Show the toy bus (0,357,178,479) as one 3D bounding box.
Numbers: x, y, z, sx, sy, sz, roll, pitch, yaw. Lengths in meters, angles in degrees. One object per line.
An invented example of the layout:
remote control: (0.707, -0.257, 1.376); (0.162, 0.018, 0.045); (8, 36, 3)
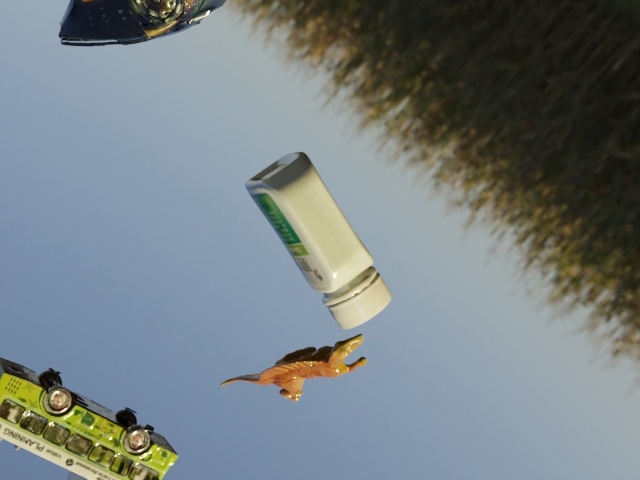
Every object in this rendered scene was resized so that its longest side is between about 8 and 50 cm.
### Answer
toy bus: (-0.371, 0.290, 1.883); (0.301, 0.139, 0.113); (32, 177, -23)

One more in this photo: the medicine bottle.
medicine bottle: (0.000, 0.000, 1.314); (0.183, 0.069, 0.119); (56, 167, -12)

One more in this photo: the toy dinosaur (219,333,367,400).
toy dinosaur: (-0.036, 0.168, 1.604); (0.142, 0.212, 0.057); (47, -156, -77)

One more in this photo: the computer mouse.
computer mouse: (-0.143, -0.220, 1.126); (0.146, 0.241, 0.077); (-36, -74, -47)
